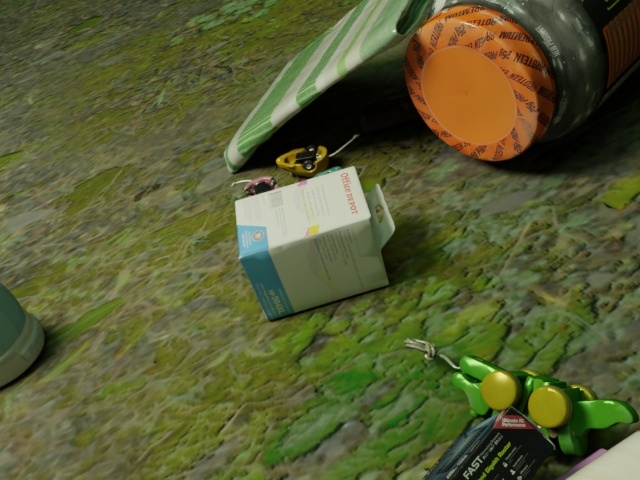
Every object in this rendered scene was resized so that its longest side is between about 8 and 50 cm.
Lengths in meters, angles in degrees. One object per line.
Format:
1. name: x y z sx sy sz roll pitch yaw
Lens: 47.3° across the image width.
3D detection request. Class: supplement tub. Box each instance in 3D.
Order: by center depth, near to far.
1. supplement tub: 0.258 -0.245 0.801 0.207 0.207 0.338 23 54 41

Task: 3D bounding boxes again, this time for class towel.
1. towel: 0.018 -0.222 0.895 0.325 0.038 0.247 -28 25 44

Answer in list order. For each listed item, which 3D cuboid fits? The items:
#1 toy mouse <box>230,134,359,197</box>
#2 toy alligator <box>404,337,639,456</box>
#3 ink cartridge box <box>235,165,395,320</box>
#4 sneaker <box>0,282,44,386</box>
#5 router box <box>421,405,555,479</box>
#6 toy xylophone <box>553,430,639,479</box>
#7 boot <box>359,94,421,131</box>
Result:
1. toy mouse: -0.029 -0.055 0.837 0.161 0.031 0.143 -11 38 11
2. toy alligator: 0.137 0.120 0.544 0.190 0.056 0.051 12 91 42
3. ink cartridge box: 0.000 0.000 0.710 0.143 0.089 0.092 -16 38 3
4. sneaker: -0.482 0.105 0.743 0.366 0.150 0.135 -19 37 0
5. router box: 0.084 0.168 0.466 0.038 0.092 0.122 44 64 11
6. toy xylophone: 0.186 0.234 0.352 0.236 0.081 0.322 -24 38 -5
7. boot: 0.101 -0.181 0.934 0.114 0.037 0.106 -14 36 14
